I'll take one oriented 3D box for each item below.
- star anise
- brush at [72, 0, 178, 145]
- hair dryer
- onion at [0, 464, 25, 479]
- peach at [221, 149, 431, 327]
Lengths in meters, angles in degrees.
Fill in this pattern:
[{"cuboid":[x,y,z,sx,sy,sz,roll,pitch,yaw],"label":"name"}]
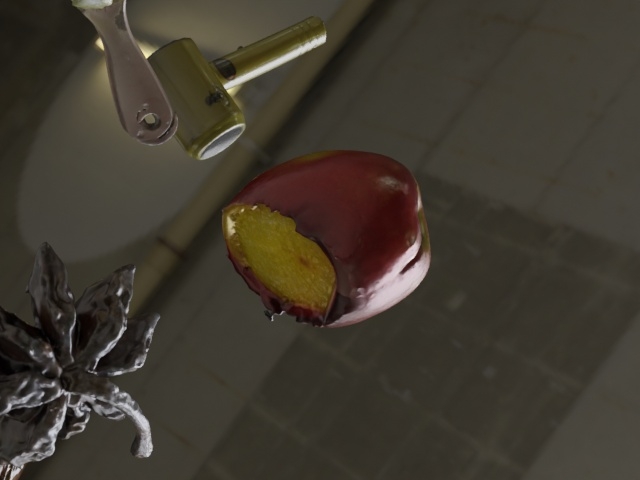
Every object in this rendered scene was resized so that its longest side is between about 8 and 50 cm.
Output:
[{"cuboid":[-0.212,0.115,1.315,0.089,0.231,0.209,38,-76,53],"label":"star anise"},{"cuboid":[-0.199,-0.208,1.404,0.072,0.313,0.067,-13,-145,5],"label":"brush"},{"cuboid":[-0.093,-0.214,1.982,0.278,0.135,0.090,-30,168,-34],"label":"hair dryer"},{"cuboid":[-0.477,0.226,1.745,0.353,0.353,0.354,-32,-145,26],"label":"onion"},{"cuboid":[0.000,0.000,1.627,0.226,0.190,0.196,-11,-111,11],"label":"peach"}]
